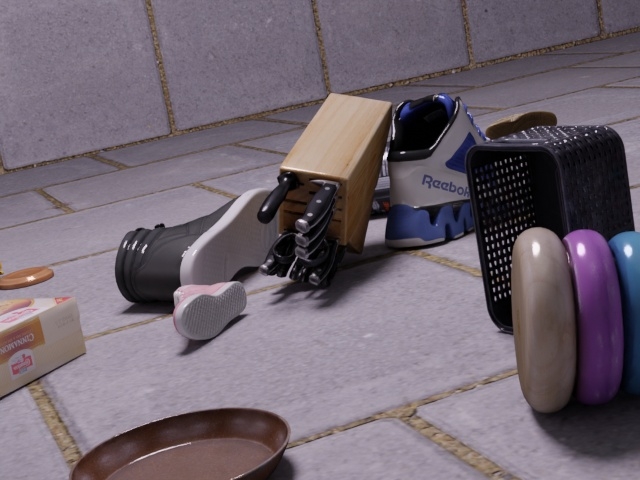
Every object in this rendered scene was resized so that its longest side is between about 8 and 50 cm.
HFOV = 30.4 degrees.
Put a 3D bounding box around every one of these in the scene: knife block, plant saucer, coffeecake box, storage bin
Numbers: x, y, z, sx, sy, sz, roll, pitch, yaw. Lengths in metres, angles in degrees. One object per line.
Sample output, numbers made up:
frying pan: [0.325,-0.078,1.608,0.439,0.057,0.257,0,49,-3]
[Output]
knife block: [0.004,-0.075,1.417,0.088,0.276,0.242,11,-10,13]
plant saucer: [-0.437,0.054,1.743,0.083,0.013,0.083,-10,12,2]
coffeecake box: [-0.374,0.114,1.279,0.185,0.068,0.142,-3,13,30]
plant saucer: [-0.102,0.170,0.883,0.168,0.029,0.168,-11,12,2]
storage bin: [0.211,-0.008,1.067,0.084,0.180,0.122,-19,15,-32]

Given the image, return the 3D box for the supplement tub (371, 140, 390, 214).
supplement tub: [0.088,-0.092,1.746,0.198,0.106,0.106,-8,12,14]

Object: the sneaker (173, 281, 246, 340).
sneaker: [-0.140,0.079,1.289,0.070,0.051,0.134,-7,9,25]

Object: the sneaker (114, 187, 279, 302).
sneaker: [-0.160,0.000,1.526,0.147,0.104,0.296,0,20,23]

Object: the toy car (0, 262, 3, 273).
toy car: [-0.537,0.029,1.878,0.122,0.040,0.060,-3,14,33]

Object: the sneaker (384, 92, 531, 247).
sneaker: [0.193,-0.117,1.583,0.127,0.182,0.315,2,18,42]

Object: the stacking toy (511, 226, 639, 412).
stacking toy: [0.314,0.053,0.878,0.330,0.141,0.141,-3,13,4]

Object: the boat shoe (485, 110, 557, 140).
boat shoe: [0.374,-0.218,2.207,0.135,0.050,0.045,-10,17,4]
